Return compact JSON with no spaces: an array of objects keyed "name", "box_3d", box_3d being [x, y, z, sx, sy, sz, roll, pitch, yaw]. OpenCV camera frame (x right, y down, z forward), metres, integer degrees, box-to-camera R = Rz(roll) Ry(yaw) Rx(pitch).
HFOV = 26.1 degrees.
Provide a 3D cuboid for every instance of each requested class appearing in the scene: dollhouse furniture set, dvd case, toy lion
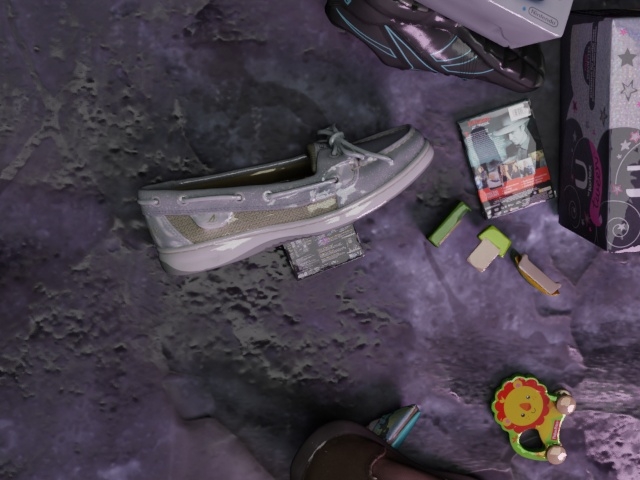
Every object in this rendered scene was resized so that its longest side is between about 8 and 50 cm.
[{"name":"dollhouse furniture set","box_3d":[0.195,0.025,1.551,0.151,0.076,0.058,41,92,-3]},{"name":"dvd case","box_3d":[0.210,-0.091,1.559,0.087,0.013,0.119,-19,105,-3]},{"name":"toy lion","box_3d":[0.246,0.207,1.620,0.096,0.034,0.100,8,101,-2]}]

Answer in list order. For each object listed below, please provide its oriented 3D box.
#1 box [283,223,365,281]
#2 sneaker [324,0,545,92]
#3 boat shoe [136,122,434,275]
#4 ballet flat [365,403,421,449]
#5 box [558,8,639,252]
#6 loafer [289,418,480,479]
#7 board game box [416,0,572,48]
[{"name":"box","box_3d":[0.000,0.000,1.546,0.083,0.018,0.067,-22,104,-3]},{"name":"sneaker","box_3d":[0.127,-0.227,1.486,0.267,0.101,0.106,25,143,-26]},{"name":"boat shoe","box_3d":[-0.035,-0.061,1.482,0.320,0.118,0.103,-20,108,4]},{"name":"ballet flat","box_3d":[0.044,0.258,1.589,0.070,0.070,0.188,30,93,-13]},{"name":"box","box_3d":[0.347,-0.123,1.492,0.142,0.163,0.247,-4,102,-8]},{"name":"loafer","box_3d":[0.120,0.329,1.538,0.366,0.130,0.134,29,99,-34]},{"name":"board game box","box_3d":[0.173,-0.379,1.384,0.224,0.097,0.303,22,79,-25]}]
